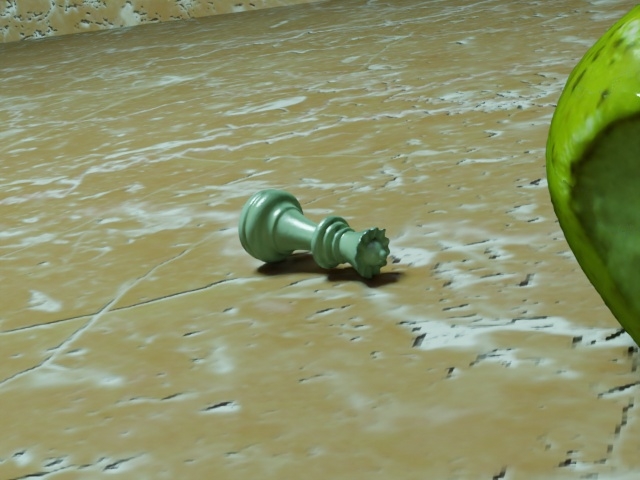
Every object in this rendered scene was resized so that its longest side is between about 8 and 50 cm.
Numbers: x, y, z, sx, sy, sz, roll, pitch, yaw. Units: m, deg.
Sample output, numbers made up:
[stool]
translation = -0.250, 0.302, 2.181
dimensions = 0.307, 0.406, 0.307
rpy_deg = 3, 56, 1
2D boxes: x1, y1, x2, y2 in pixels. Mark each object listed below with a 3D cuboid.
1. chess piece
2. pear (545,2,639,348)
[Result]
[chess piece]
translation = 0.000, 0.000, 0.635
dimensions = 0.093, 0.042, 0.042
rpy_deg = 17, 30, 41
[pear]
translation = 0.227, -0.041, 0.441
dimensions = 0.238, 0.163, 0.255
rpy_deg = -21, 19, -28
